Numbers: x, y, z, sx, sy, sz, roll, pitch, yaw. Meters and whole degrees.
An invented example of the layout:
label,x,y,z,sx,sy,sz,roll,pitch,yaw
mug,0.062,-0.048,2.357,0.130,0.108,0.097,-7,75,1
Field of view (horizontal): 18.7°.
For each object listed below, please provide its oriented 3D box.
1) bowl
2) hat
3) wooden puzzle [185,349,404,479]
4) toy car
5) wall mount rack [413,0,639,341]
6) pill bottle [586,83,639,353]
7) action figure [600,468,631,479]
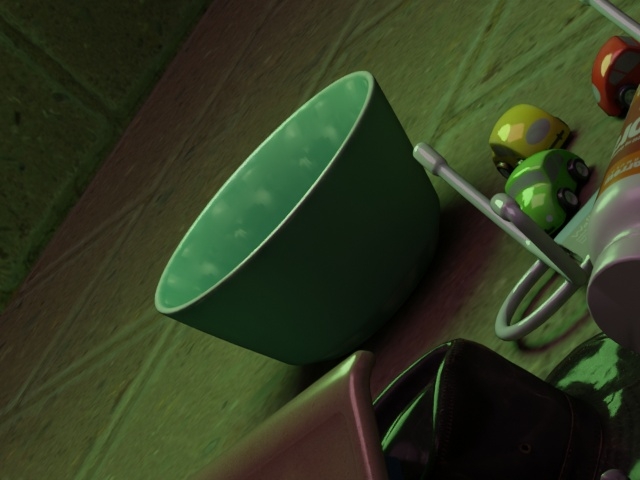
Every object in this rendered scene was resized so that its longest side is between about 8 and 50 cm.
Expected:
label,x,y,z,sx,sy,sz,roll,pitch,yaw
bowl,0.000,0.000,1.905,0.311,0.163,0.311,-45,16,16
hat,0.090,0.160,1.311,0.331,0.134,0.331,-45,15,15
wooden puzzle,-0.022,0.287,1.233,0.322,0.080,0.348,-40,48,42
toy car,0.211,-0.086,1.734,0.239,0.053,0.225,-36,19,41
wall mount rack,0.217,-0.093,1.591,0.350,0.130,0.304,-47,12,2
pill bottle,0.252,-0.025,1.333,0.121,0.121,0.216,-34,20,43
action figure,0.237,0.151,1.067,0.137,0.063,0.232,-48,18,-9
